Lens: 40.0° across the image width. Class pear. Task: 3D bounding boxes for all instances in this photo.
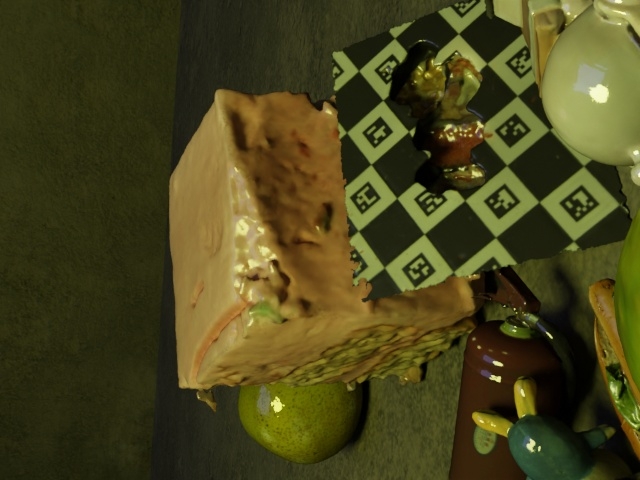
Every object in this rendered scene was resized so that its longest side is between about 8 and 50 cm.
[{"bbox_3d":[-0.031,0.222,1.274,0.198,0.198,0.198,180,90,-69],"label":"pear"}]

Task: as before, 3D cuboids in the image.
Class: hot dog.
[{"bbox_3d":[0.266,0.136,0.649,0.100,0.068,0.249,117,146,-48],"label":"hot dog"}]

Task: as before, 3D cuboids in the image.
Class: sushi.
[{"bbox_3d":[0.144,-0.094,0.863,0.264,0.050,0.290,-17,66,23],"label":"sushi"}]

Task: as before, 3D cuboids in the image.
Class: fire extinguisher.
[{"bbox_3d":[0.168,0.184,0.842,0.141,0.105,0.341,27,119,48],"label":"fire extinguisher"}]

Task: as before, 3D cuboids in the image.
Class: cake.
[{"bbox_3d":[0.000,0.000,1.016,0.293,0.307,0.314,129,137,-57],"label":"cake"}]

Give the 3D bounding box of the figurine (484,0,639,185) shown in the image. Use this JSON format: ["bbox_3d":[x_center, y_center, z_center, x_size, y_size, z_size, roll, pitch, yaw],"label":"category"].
[{"bbox_3d":[0.230,-0.148,0.683,0.162,0.141,0.237,69,-178,-56],"label":"figurine"}]

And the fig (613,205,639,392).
[{"bbox_3d":[0.289,0.044,0.363,0.326,0.258,0.258,46,135,38],"label":"fig"}]

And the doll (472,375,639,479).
[{"bbox_3d":[0.212,0.195,0.733,0.102,0.089,0.179,-43,73,20],"label":"doll"}]
